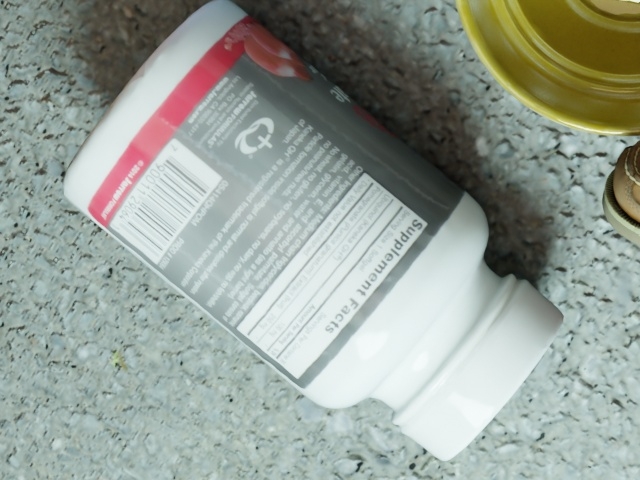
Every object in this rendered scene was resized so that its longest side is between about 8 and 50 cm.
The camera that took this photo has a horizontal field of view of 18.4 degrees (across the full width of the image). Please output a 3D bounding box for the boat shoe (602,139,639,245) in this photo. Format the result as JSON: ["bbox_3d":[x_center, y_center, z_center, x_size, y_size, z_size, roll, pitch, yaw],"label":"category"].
[{"bbox_3d":[0.332,-0.044,1.223,0.307,0.110,0.104,3,136,1],"label":"boat shoe"}]

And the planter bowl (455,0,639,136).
[{"bbox_3d":[0.198,-0.182,1.274,0.217,0.090,0.217,4,106,13],"label":"planter bowl"}]

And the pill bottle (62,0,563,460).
[{"bbox_3d":[0.000,0.000,1.327,0.318,0.176,0.176,39,110,0],"label":"pill bottle"}]
